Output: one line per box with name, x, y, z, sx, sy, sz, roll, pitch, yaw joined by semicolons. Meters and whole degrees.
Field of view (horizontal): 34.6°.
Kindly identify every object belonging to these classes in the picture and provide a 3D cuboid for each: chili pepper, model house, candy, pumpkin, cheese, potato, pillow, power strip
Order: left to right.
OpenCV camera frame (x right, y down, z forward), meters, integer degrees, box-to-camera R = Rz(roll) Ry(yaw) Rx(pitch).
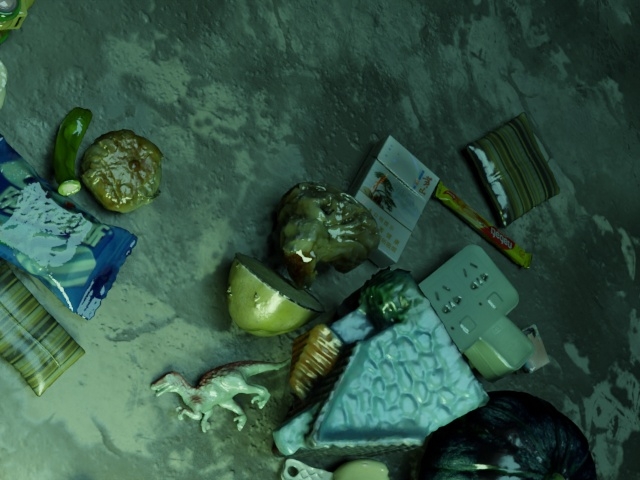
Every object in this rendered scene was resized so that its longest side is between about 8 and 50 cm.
pillow;-0.489;0.146;1.685;0.203;0.038;0.113;50;59;-12
candy;-0.471;-0.026;1.715;0.331;0.077;0.187;39;63;-21
chili pepper;-0.430;-0.155;1.761;0.052;0.050;0.201;28;38;-30
potato;-0.101;0.119;1.883;0.117;0.182;0.202;-57;152;4
model house;0.037;0.270;1.825;0.339;0.360;0.297;-31;86;-20
cheese;0.050;0.480;1.901;0.249;0.070;0.163;7;51;-25
power strip;0.308;0.172;2.141;0.229;0.141;0.261;-36;84;-33
pumpkin;0.369;0.470;2.011;0.363;0.266;0.363;11;69;-31
pillow;0.438;-0.160;2.323;0.212;0.052;0.208;-30;99;-32

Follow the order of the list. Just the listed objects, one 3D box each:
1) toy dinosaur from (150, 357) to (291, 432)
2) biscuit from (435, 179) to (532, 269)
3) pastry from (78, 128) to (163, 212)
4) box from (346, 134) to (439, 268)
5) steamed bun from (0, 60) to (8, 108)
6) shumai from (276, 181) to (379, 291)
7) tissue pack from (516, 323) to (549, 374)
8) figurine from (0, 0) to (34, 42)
toy dinosaur;-0.164;0.252;1.851;0.242;0.053;0.167;-38;93;-24
biscuit;0.358;-0.031;2.261;0.292;0.026;0.048;37;43;-20
pastry;-0.348;-0.123;1.811;0.153;0.081;0.153;5;77;-21
box;0.133;-0.080;2.107;0.149;0.067;0.233;39;61;-19
steamed bun;-0.601;-0.252;1.669;0.183;0.106;0.182;1;88;-34
shumai;0.000;0.000;1.923;0.206;0.166;0.175;30;34;-3
tissue pack;0.447;0.237;2.233;0.074;0.059;0.094;-23;92;-36
figurine;-0.616;-0.443;1.696;0.325;0.124;0.222;-10;84;-29
